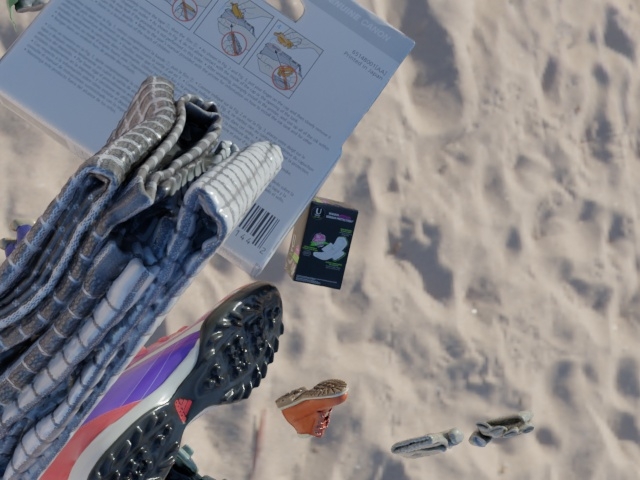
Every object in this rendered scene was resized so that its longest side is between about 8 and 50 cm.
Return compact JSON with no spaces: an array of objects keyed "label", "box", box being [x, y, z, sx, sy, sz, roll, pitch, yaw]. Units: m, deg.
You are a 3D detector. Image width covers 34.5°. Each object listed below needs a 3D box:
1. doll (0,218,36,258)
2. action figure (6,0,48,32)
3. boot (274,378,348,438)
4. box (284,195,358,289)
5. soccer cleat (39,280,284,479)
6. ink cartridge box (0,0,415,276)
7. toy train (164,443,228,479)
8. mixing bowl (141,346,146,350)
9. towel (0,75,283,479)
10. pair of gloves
[{"label":"doll","box":[-0.396,0.049,1.407,0.046,0.129,0.189,18,31,-40]},{"label":"action figure","box":[-0.334,-0.340,1.021,0.063,0.137,0.232,-24,87,-25]},{"label":"boot","box":[0.000,0.276,1.673,0.059,0.158,0.085,-26,90,-43]},{"label":"box","box":[0.000,0.000,1.047,0.052,0.062,0.083,12,98,-13]},{"label":"soccer cleat","box":[-0.152,0.137,0.988,0.318,0.116,0.109,-47,136,-39]},{"label":"ink cartridge box","box":[-0.105,-0.155,0.952,0.296,0.066,0.261,35,77,0]},{"label":"toy train","box":[-0.193,0.467,1.716,0.334,0.190,0.142,36,69,16]},{"label":"mixing bowl","box":[-0.285,0.177,1.328,0.181,0.181,0.098,-26,111,-41]},{"label":"towel","box":[-0.163,0.027,0.725,0.121,0.284,0.235,38,18,-5]},{"label":"pair of gloves","box":[0.240,0.328,1.717,0.204,0.240,0.042,44,32,-77]}]
